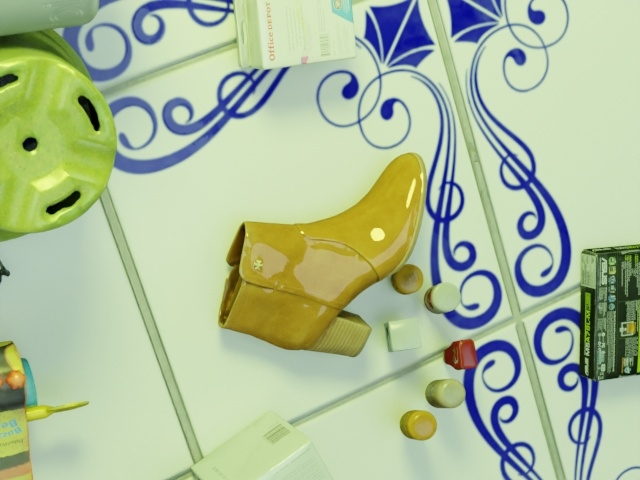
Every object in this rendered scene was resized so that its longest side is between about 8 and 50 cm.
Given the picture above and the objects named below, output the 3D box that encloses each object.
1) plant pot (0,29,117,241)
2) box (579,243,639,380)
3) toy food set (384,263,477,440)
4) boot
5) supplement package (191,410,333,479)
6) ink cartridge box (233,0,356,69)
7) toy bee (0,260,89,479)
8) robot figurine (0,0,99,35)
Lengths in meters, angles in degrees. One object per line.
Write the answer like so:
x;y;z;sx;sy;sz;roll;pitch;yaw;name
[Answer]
-0.340;-0.114;1.493;0.276;0.254;0.276;-4;101;-23;plant pot
0.465;0.101;2.013;0.184;0.045;0.191;-6;100;-26;box
0.142;0.148;1.864;0.111;0.104;0.232;-8;84;-9;toy food set
-0.001;0.000;1.751;0.211;0.104;0.295;19;95;-26;boot
-0.037;0.368;1.777;0.134;0.139;0.244;-33;112;-15;supplement package
-0.041;-0.262;1.694;0.143;0.090;0.092;-9;102;-22;ink cartridge box
-0.380;0.181;1.578;0.195;0.162;0.298;-31;110;-15;toy bee
-0.352;-0.306;1.402;0.353;0.300;0.200;-10;91;-11;robot figurine
